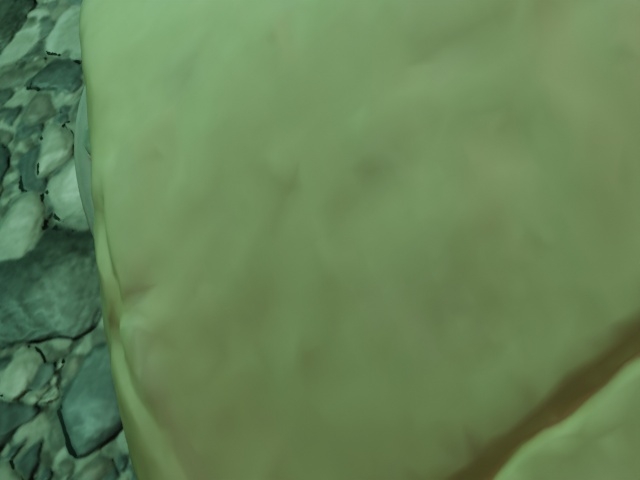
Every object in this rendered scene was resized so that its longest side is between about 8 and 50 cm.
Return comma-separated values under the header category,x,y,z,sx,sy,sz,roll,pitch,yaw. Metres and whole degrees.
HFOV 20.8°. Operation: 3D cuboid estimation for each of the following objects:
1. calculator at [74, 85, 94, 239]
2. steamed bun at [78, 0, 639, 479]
category,x,y,z,sx,sy,sz,roll,pitch,yaw
calculator,0.000,0.000,0.795,0.184,0.042,0.295,-45,70,12
steamed bun,0.161,0.050,0.480,0.371,0.290,0.455,-31,70,24
